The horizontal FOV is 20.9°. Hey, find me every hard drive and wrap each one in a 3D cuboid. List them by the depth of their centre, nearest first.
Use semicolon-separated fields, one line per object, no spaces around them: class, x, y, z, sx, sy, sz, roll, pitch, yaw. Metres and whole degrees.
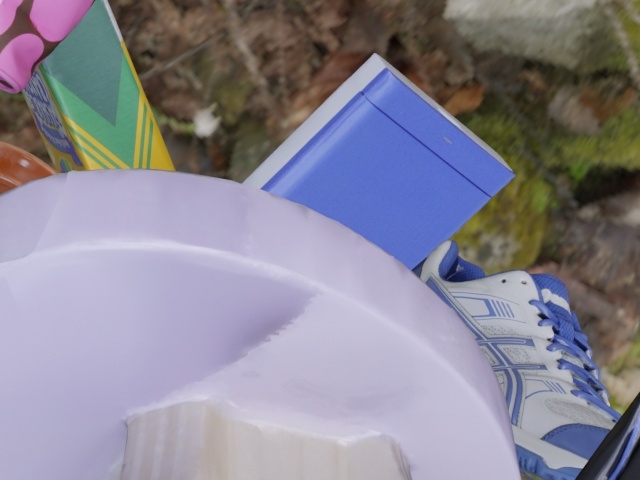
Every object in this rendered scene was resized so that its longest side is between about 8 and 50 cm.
hard drive;0.000;0.000;1.548;0.319;0.040;0.210;-44;137;12

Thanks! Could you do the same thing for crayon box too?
crayon box;-0.213;-0.100;1.674;0.083;0.203;0.323;-26;109;-14

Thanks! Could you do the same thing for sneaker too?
sneaker;0.130;0.080;1.127;0.131;0.296;0.112;-54;130;-6

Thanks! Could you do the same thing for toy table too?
toy table;-0.021;0.120;0.515;0.252;0.160;0.274;-23;138;22

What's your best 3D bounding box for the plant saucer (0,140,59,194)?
plant saucer;-0.106;0.003;0.599;0.013;0.083;0.083;-37;95;32

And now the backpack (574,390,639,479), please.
backpack;0.204;0.202;0.748;0.263;0.213;0.276;35;82;13

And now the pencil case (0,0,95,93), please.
pencil case;-0.138;-0.177;0.965;0.095;0.098;0.209;40;93;-15
